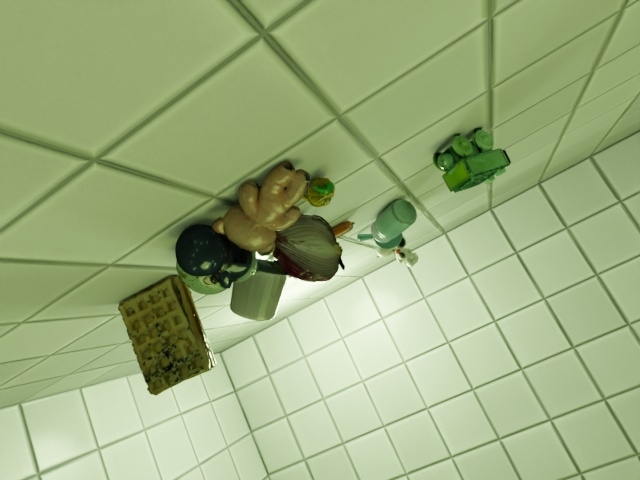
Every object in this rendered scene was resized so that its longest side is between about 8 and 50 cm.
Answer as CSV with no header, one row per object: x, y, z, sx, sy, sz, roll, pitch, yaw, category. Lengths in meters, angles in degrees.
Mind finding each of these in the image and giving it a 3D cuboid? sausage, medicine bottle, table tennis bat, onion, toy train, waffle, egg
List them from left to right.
-0.568,0.348,1.664,0.261,0.376,0.114,-25,167,4,waffle
-0.380,0.093,1.496,0.169,0.169,0.231,-30,156,15,egg
-0.100,0.036,1.659,0.349,0.267,0.159,13,144,-29,onion
0.000,0.000,2.051,0.348,0.053,0.053,-27,166,6,sausage
0.312,-0.024,2.383,0.237,0.149,0.038,-6,-170,4,table tennis bat
0.344,-0.089,2.151,0.139,0.139,0.225,-17,163,-32,medicine bottle
0.554,-0.294,1.678,0.272,0.188,0.159,-20,166,-30,toy train

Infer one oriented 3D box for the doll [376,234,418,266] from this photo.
0.437,0.026,2.508,0.272,0.144,0.208,16,116,-19,doll

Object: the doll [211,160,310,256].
-0.155,-0.106,1.300,0.201,0.156,0.303,32,108,-26,doll

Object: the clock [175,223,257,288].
-0.318,0.037,1.364,0.147,0.199,0.243,-19,155,40,clock

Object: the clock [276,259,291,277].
-0.126,0.111,2.137,0.162,0.092,0.166,-19,-171,-36,clock

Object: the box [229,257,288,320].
-0.223,0.190,1.758,0.291,0.206,0.262,12,-172,-24,box

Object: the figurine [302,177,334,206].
-0.016,-0.151,1.418,0.115,0.094,0.156,-2,180,-9,figurine
